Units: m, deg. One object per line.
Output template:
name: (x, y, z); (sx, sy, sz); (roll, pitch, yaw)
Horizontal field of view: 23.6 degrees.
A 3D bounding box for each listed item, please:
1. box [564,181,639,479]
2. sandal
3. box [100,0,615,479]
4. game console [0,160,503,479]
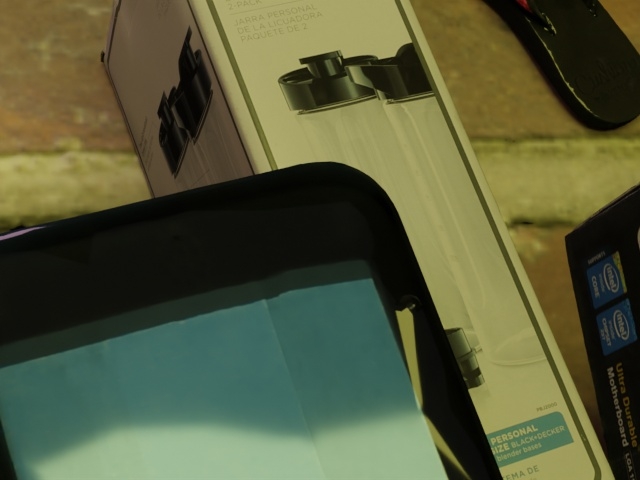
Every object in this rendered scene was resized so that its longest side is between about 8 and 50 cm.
box: (0.240, 0.134, 0.560); (0.257, 0.079, 0.322); (2, 69, -25)
sandal: (0.114, -0.139, 0.791); (0.067, 0.040, 0.179); (-33, 79, -24)
box: (0.000, 0.000, 0.634); (0.087, 0.169, 0.290); (-16, 72, -19)
game console: (-0.046, 0.102, 0.407); (0.173, 0.250, 0.293); (-25, 71, 11)
